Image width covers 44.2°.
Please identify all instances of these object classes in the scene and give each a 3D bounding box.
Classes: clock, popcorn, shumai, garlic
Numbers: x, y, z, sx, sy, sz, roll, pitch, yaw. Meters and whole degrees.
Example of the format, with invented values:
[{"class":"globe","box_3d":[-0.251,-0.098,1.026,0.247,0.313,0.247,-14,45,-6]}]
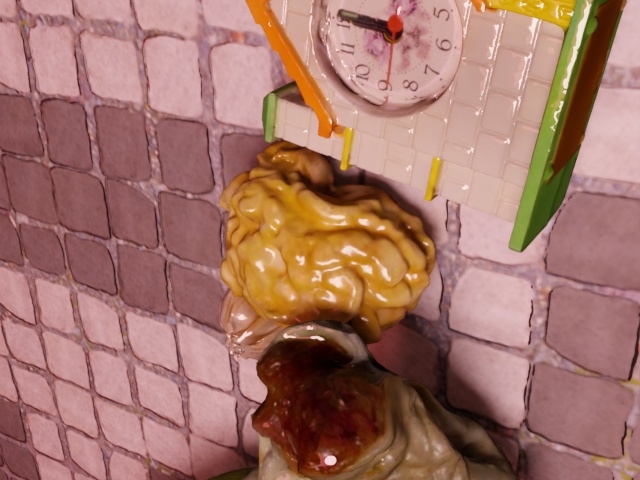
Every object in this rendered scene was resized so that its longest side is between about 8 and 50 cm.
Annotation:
[{"class":"clock","box_3d":[0.068,-0.143,0.566,0.255,0.106,0.219,22,124,24]},{"class":"popcorn","box_3d":[-0.008,0.014,0.681,0.194,0.140,0.163,40,124,12]},{"class":"shumai","box_3d":[0.069,0.165,0.636,0.222,0.272,0.203,35,120,38]},{"class":"garlic","box_3d":[-0.052,0.083,0.784,0.113,0.094,0.074,57,171,-11]}]

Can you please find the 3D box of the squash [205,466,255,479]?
[{"class":"squash","box_3d":[-0.060,0.374,0.845,0.310,0.310,0.309,45,112,6]}]
